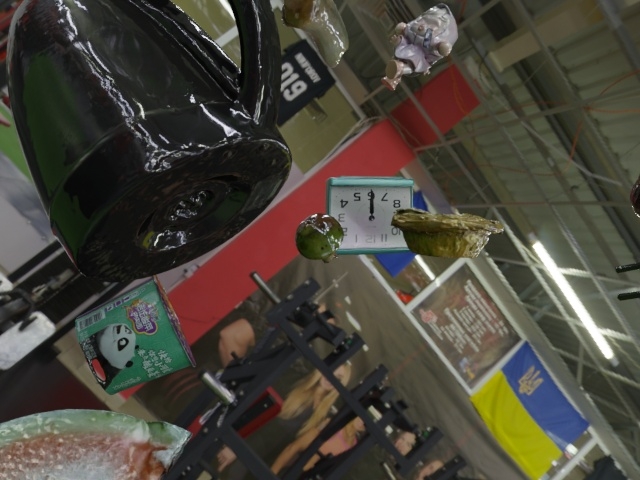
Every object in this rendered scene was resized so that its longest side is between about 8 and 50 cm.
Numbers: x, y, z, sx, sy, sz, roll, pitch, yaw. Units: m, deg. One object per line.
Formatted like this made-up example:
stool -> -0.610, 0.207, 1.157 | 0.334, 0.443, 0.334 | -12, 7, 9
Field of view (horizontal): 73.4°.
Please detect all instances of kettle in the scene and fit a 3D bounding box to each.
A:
kettle -> -0.176, -0.135, 0.387 | 0.271, 0.208, 0.250 | 54, -33, 13

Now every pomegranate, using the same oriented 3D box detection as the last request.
pomegranate -> -0.004, -0.007, 1.089 | 0.130, 0.130, 0.130 | 48, -8, 9

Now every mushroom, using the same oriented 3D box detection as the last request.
mushroom -> 0.002, -0.356, 0.722 | 0.071, 0.084, 0.209 | 8, -2, 22

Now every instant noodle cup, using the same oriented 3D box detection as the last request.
instant noodle cup -> -0.428, 0.223, 0.996 | 0.251, 0.190, 0.251 | 53, -22, 34

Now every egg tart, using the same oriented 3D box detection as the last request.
egg tart -> 0.321, -0.017, 1.105 | 0.288, 0.289, 0.118 | -168, -100, -78

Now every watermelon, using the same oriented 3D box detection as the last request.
watermelon -> -0.314, 0.326, 0.485 | 0.289, 0.320, 0.214 | 50, -10, -31

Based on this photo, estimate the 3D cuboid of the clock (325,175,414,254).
clock -> 0.141, -0.075, 1.296 | 0.116, 0.263, 0.230 | -160, -111, -76

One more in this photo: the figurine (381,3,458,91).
figurine -> 0.290, -0.559, 1.253 | 0.200, 0.276, 0.133 | 44, -1, 32

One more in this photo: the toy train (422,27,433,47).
toy train -> 0.250, -0.471, 1.000 | 0.017, 0.083, 0.017 | 18, -43, 1

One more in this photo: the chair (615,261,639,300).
chair -> 0.615, 0.066, 0.692 | 0.101, 0.084, 0.213 | 41, -41, -16

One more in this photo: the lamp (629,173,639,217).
lamp -> 0.743, -0.113, 0.918 | 0.156, 0.158, 0.134 | 60, 6, -42
